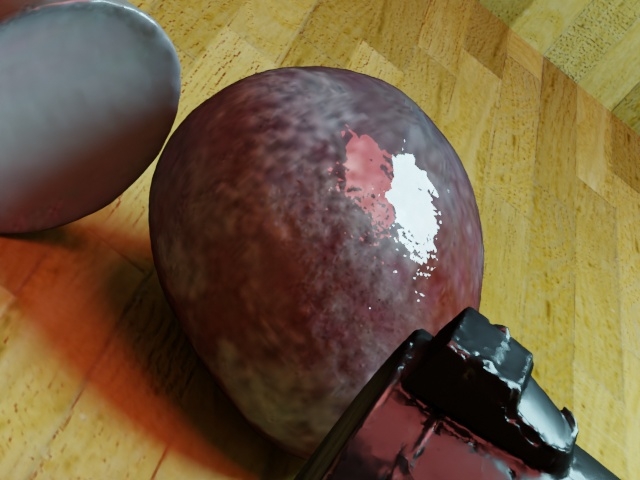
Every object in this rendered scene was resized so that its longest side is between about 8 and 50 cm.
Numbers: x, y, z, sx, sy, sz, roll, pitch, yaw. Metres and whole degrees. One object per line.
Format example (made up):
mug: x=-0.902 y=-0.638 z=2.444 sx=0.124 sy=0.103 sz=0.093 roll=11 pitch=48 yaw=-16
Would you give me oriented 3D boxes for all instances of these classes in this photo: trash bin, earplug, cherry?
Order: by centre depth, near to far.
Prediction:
trash bin: x=0.112 y=0.210 z=0.822 sx=0.301 sy=0.252 sz=0.203 roll=37 pitch=25 yaw=2
cherry: x=0.000 y=0.000 z=1.043 sx=0.236 sy=0.213 sz=0.285 roll=20 pitch=42 yaw=-39
earplug: x=-0.231 y=-0.161 z=1.062 sx=0.172 sy=0.172 sz=0.301 roll=16 pitch=27 yaw=-46
